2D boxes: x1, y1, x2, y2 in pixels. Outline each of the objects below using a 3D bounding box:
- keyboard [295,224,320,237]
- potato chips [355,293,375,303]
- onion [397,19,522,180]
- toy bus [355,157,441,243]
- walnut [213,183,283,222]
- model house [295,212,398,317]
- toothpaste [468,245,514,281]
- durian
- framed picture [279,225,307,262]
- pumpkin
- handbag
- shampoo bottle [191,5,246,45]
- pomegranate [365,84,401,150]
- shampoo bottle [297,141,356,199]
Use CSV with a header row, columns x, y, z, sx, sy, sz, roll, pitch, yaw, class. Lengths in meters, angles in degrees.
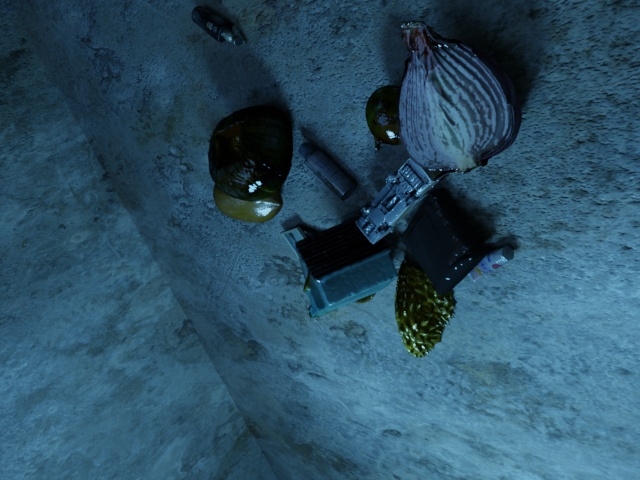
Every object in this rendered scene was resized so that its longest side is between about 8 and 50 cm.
x,y,z,sx,sy,sz,roll,pitch,yaw,class
0.000,0.000,2.195,0.231,0.023,0.072,21,142,42,keyboard
0.111,0.116,2.111,0.195,0.062,0.208,-2,118,35,potato chips
0.290,-0.329,1.372,0.267,0.159,0.349,-13,107,31,onion
0.214,-0.119,1.692,0.097,0.138,0.342,50,147,9,toy bus
-0.246,-0.155,2.212,0.297,0.203,0.203,23,137,35,walnut
0.055,0.066,1.927,0.230,0.280,0.249,116,131,-72,model house
0.437,0.060,1.663,0.067,0.042,0.194,53,154,3,toothpaste
0.294,0.237,1.878,0.185,0.195,0.305,6,122,42,durian
-0.059,0.042,2.290,0.203,0.015,0.150,55,152,-12,framed picture
-0.226,-0.274,2.003,0.320,0.192,0.321,-9,77,42,pumpkin
0.321,0.009,1.704,0.223,0.080,0.247,55,149,18,handbag
-0.317,-0.663,1.959,0.207,0.063,0.057,40,135,25,shampoo bottle
0.200,-0.319,1.517,0.156,0.156,0.220,54,138,0,pomegranate
0.015,-0.217,1.929,0.214,0.072,0.072,46,147,14,shampoo bottle
